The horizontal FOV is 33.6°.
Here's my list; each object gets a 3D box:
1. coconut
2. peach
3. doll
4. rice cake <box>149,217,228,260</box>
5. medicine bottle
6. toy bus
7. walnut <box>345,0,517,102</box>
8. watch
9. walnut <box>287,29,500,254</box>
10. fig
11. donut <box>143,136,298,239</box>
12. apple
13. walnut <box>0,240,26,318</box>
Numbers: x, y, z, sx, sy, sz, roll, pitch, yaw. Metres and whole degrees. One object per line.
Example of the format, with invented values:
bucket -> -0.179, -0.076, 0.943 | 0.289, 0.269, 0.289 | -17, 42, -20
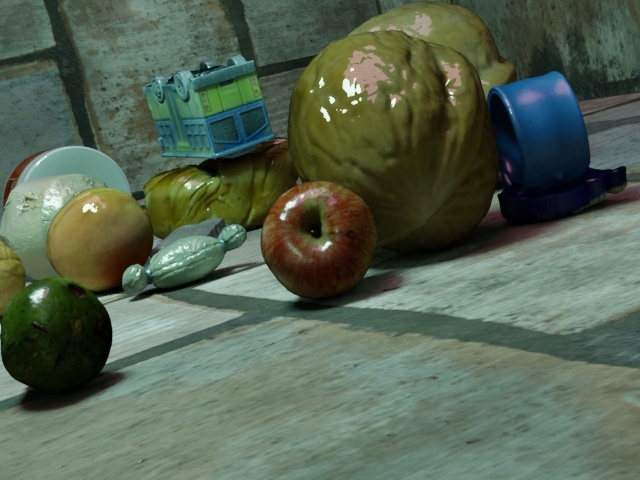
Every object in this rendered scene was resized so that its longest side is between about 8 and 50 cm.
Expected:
coconut -> -0.495, -0.019, 1.998 | 0.234, 0.224, 0.224 | 0, 14, 30
peach -> -0.373, 0.002, 1.779 | 0.184, 0.184, 0.184 | -13, 8, 2
doll -> -0.213, 0.033, 1.661 | 0.214, 0.071, 0.103 | -25, 0, -19
rice cake -> -0.239, 0.006, 1.946 | 0.106, 0.050, 0.298 | -13, 9, 5
medicine bottle -> -0.580, -0.087, 2.414 | 0.252, 0.252, 0.241 | -17, 8, -24
toy bus -> -0.237, -0.267, 2.177 | 0.152, 0.190, 0.312 | -23, 15, -25
walnut -> 0.179, -0.248, 1.934 | 0.381, 0.381, 0.381 | -13, 8, 2
watch -> 0.314, -0.135, 1.505 | 0.171, 0.200, 0.196 | -18, 13, -11
walnut -> 0.101, -0.130, 1.452 | 0.333, 0.333, 0.333 | -13, 8, 2
fig -> -0.297, 0.108, 1.144 | 0.156, 0.123, 0.123 | -22, 0, 44
donut -> -0.197, -0.109, 2.260 | 0.360, 0.170, 0.360 | -13, 10, 2
apple -> 0.000, 0.000, 1.294 | 0.146, 0.146, 0.131 | -14, -15, -1
walnut -> -0.579, 0.070, 1.720 | 0.159, 0.159, 0.206 | -7, 9, 37
